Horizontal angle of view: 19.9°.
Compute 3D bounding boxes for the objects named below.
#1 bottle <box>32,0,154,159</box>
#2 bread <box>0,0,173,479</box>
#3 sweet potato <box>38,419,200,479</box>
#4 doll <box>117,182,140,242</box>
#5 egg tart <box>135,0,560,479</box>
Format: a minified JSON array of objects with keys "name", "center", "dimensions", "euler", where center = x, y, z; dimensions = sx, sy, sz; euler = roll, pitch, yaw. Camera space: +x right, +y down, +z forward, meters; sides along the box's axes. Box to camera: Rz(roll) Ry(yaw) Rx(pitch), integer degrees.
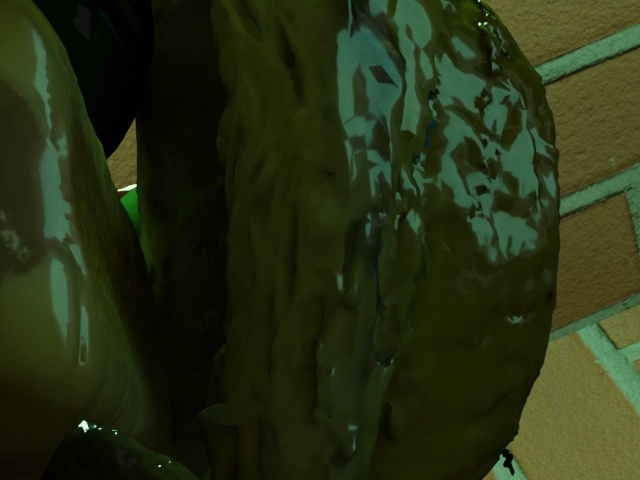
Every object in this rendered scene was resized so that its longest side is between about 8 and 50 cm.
[{"name":"bottle","center":[-0.153,-0.084,0.841],"dimensions":[0.271,0.143,0.156],"euler":[-140,-111,-72]},{"name":"bread","center":[-0.107,0.022,0.632],"dimensions":[0.305,0.091,0.142],"euler":[91,-5,-75]},{"name":"sweet potato","center":[-0.018,0.170,0.440],"dimensions":[0.075,0.075,0.273],"euler":[-127,-155,-68]},{"name":"doll","center":[-0.082,0.048,1.184],"dimensions":[0.182,0.160,0.363],"euler":[56,-45,27]},{"name":"egg tart","center":[0.000,0.000,0.836],"dimensions":[0.388,0.169,0.387],"euler":[-177,-90,-76]}]
